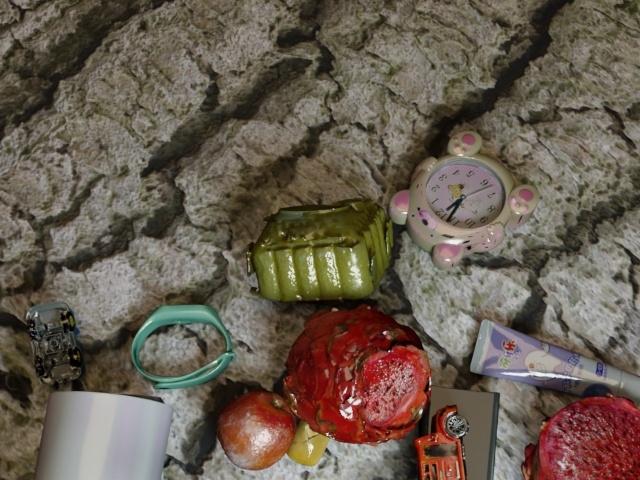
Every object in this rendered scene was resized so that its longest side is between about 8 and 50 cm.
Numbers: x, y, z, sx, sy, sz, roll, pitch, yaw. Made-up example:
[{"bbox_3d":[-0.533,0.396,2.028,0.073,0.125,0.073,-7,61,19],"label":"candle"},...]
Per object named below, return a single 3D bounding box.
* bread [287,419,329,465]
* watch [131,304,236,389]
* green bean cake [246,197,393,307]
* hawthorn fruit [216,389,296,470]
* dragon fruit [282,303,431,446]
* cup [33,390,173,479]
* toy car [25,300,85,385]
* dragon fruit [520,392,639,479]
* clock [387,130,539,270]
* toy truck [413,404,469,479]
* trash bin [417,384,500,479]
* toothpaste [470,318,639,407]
[{"bbox_3d":[-0.024,0.433,1.555,0.082,0.056,0.115,28,69,13],"label":"bread"},{"bbox_3d":[-0.313,0.242,1.635,0.237,0.068,0.195,-2,67,0],"label":"watch"},{"bbox_3d":[0.000,0.000,1.650,0.310,0.202,0.285,-1,24,16],"label":"green bean cake"},{"bbox_3d":[-0.133,0.401,1.513,0.173,0.173,0.172,0,66,0],"label":"hawthorn fruit"},{"bbox_3d":[0.074,0.282,1.491,0.302,0.295,0.295,13,64,33],"label":"dragon fruit"},{"bbox_3d":[-0.448,0.484,1.427,0.254,0.253,0.371,4,67,2],"label":"cup"},{"bbox_3d":[-0.602,0.238,1.629,0.097,0.100,0.191,-13,86,-6],"label":"toy car"},{"bbox_3d":[0.567,0.510,1.406,0.371,0.249,0.386,21,41,4],"label":"dragon fruit"},{"bbox_3d":[0.346,-0.094,1.761,0.309,0.114,0.284,-37,72,-14],"label":"clock"},{"bbox_3d":[0.248,0.457,1.407,0.114,0.107,0.252,-9,73,11],"label":"toy truck"},{"bbox_3d":[0.291,0.436,1.523,0.165,0.115,0.225,6,68,4],"label":"trash bin"},{"bbox_3d":[0.532,0.290,1.608,0.372,0.080,0.125,16,82,9],"label":"toothpaste"}]
